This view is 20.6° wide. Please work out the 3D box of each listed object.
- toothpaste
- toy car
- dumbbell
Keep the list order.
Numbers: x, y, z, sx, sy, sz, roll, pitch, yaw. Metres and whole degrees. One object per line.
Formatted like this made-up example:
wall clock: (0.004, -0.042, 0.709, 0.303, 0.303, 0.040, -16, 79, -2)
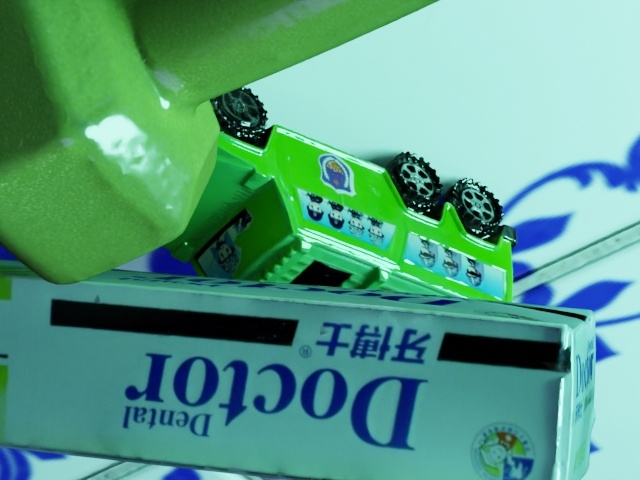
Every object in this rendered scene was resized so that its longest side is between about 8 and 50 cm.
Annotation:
toothpaste: (-0.074, 0.043, 0.627, 0.336, 0.067, 0.081, 4, -176, 14)
toy car: (0.000, 0.000, 0.687, 0.165, 0.062, 0.071, 21, 133, -30)
dumbbell: (0.012, -0.089, 0.546, 0.302, 0.121, 0.108, -23, 109, 17)
